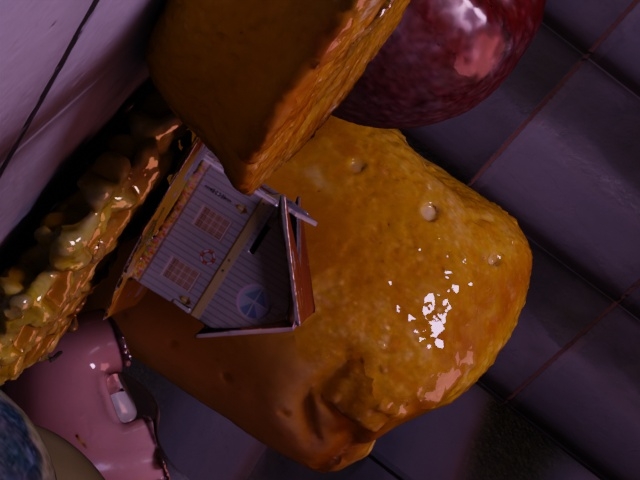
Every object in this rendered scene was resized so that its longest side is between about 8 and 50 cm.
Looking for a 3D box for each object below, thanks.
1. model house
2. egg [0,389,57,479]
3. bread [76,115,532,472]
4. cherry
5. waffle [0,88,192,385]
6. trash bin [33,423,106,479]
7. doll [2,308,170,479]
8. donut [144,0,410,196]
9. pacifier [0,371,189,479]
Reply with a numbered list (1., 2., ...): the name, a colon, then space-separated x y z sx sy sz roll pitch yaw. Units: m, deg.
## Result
1. model house: -0.052 0.005 1.024 0.207 0.136 0.219 -57 179 1
2. egg: -0.194 0.133 0.585 0.181 0.141 0.141 -43 -175 15
3. bread: 0.000 0.000 1.279 0.361 0.394 0.250 -51 166 -32
4. cherry: 0.062 -0.197 1.101 0.300 0.203 0.230 -9 -134 50
5. waffle: -0.174 0.008 0.960 0.262 0.060 0.280 -52 -179 -40
6. trash bin: -0.243 0.238 0.739 0.334 0.214 0.214 -48 180 -32
7. doll: -0.267 0.202 1.110 0.268 0.216 0.284 -18 162 -17
8. donut: 0.004 -0.172 0.822 0.303 0.110 0.303 -53 180 0
9. pacifier: -0.229 0.184 1.295 0.227 0.279 0.207 -1 132 -32
